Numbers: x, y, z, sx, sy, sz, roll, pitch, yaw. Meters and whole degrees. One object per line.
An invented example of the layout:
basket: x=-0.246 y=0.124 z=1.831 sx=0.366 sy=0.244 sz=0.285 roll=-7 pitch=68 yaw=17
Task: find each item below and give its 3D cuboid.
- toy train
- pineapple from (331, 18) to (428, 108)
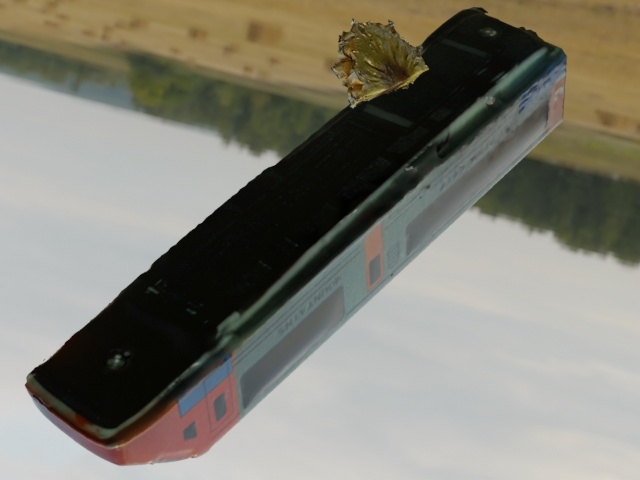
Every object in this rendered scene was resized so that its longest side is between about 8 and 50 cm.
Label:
toy train: x=0.000 y=0.000 z=0.934 sx=0.086 sy=0.089 sz=0.409 roll=28 pitch=-125 yaw=30
pineapple: x=0.030 y=-0.101 z=0.857 sx=0.019 sy=0.045 sz=0.083 roll=-33 pitch=175 yaw=34
